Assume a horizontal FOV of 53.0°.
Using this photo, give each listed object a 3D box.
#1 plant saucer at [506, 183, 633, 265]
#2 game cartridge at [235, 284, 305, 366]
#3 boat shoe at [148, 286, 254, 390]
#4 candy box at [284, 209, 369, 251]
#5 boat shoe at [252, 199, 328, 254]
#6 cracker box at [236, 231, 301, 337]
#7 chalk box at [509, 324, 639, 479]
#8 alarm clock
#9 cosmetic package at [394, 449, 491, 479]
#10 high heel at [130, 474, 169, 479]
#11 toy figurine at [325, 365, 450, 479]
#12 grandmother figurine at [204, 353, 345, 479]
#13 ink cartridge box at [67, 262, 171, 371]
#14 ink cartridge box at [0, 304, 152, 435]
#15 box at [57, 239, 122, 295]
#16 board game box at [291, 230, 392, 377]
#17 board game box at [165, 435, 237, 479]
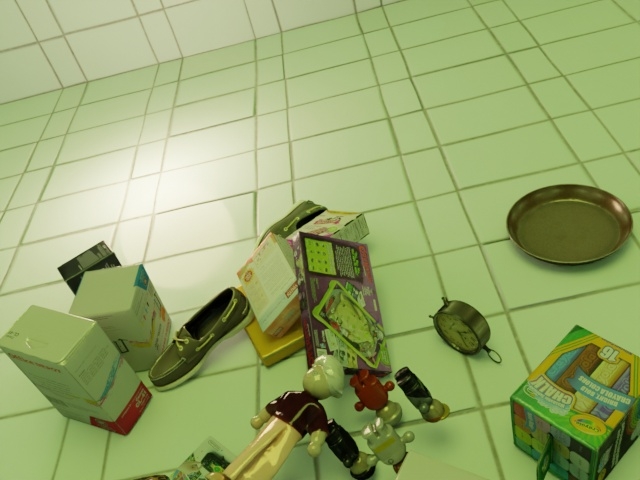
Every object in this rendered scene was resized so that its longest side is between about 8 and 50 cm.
[{"bbox_3d":[0.650,-0.036,1.692,0.311,0.050,0.310,-9,41,8],"label":"plant saucer"},{"bbox_3d":[-0.057,0.164,1.717,0.324,0.052,0.285,-24,41,-13],"label":"game cartridge"},{"bbox_3d":[-0.317,0.246,1.637,0.324,0.096,0.116,-40,42,-7],"label":"boat shoe"},{"bbox_3d":[0.000,0.000,1.781,0.233,0.071,0.159,-35,26,-34],"label":"candy box"},{"bbox_3d":[-0.086,-0.014,1.876,0.091,0.109,0.305,10,43,34],"label":"boat shoe"},{"bbox_3d":[-0.114,0.111,1.639,0.156,0.067,0.232,-48,42,16],"label":"cracker box"},{"bbox_3d":[0.482,0.341,1.224,0.289,0.180,0.179,-36,44,-23],"label":"chalk box"},{"bbox_3d":[0.341,0.210,1.473,0.064,0.129,0.192,-38,73,-26],"label":"alarm clock"},{"bbox_3d":[0.296,0.521,1.077,0.365,0.197,0.155,14,49,30],"label":"cosmetic package"},{"bbox_3d":[-0.463,0.565,1.407,0.261,0.093,0.186,-6,12,37],"label":"high heel"},{"bbox_3d":[0.131,0.373,1.295,0.209,0.148,0.213,-20,25,47],"label":"toy figurine"},{"bbox_3d":[-0.065,0.369,1.278,0.208,0.104,0.342,18,56,40],"label":"grandmother figurine"},{"bbox_3d":[-0.515,0.209,1.679,0.168,0.232,0.171,-9,41,6],"label":"ink cartridge box"},{"bbox_3d":[-0.575,0.312,1.526,0.226,0.306,0.131,9,47,26],"label":"ink cartridge box"},{"bbox_3d":[-0.660,0.111,1.898,0.158,0.156,0.093,-35,43,-19],"label":"box"},{"bbox_3d":[0.047,0.149,1.525,0.208,0.056,0.347,9,55,-26],"label":"board game box"},{"bbox_3d":[-0.246,0.577,1.277,0.224,0.097,0.303,23,55,38],"label":"board game box"}]
